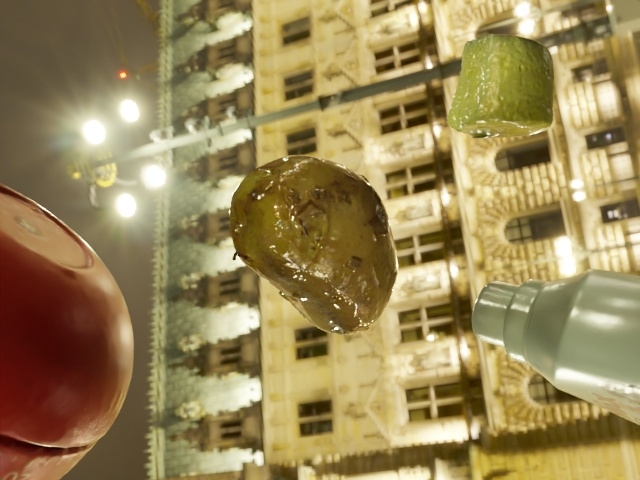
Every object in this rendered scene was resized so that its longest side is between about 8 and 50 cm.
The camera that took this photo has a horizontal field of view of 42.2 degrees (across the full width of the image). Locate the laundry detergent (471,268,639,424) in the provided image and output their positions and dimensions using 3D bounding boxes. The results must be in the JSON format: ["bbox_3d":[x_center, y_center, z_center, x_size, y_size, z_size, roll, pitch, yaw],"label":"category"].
[{"bbox_3d":[0.330,0.115,0.741,0.264,0.398,0.125,42,-113,-47],"label":"laundry detergent"}]

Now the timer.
[{"bbox_3d":[-0.376,0.089,0.855,0.378,0.279,0.378,41,-175,-4],"label":"timer"}]

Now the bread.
[{"bbox_3d":[0.213,-0.172,0.956,0.129,0.111,0.114,-156,69,-73],"label":"bread"}]

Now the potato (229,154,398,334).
[{"bbox_3d":[0.000,0.000,0.721,0.176,0.137,0.137,52,-148,-43],"label":"potato"}]
